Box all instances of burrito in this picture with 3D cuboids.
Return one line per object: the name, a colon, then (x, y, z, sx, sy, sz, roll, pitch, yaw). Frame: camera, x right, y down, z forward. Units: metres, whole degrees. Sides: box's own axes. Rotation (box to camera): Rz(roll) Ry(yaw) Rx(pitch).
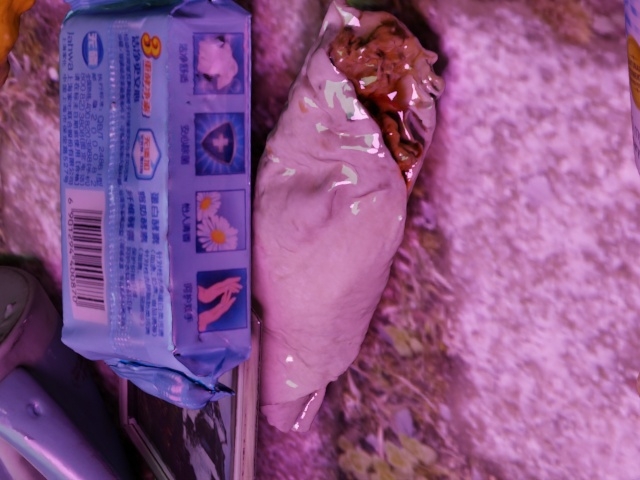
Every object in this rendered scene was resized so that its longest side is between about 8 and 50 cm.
burrito: (0.000, 0.000, 1.294, 0.117, 0.076, 0.392, 40, 140, 17)

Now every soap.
soap: (-0.113, -0.036, 1.303, 0.156, 0.077, 0.293, 8, 99, 51)

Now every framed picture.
framed picture: (-0.107, 0.106, 1.451, 0.232, 0.019, 0.296, 49, 147, 43)

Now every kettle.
kettle: (-0.239, 0.228, 1.570, 0.319, 0.247, 0.342, 2, 127, 49)

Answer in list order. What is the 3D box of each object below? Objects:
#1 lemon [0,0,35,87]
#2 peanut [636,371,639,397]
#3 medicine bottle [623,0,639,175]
lemon: (-0.339, -0.249, 1.304, 0.285, 0.285, 0.316, 9, 108, 41)
peanut: (0.225, 0.111, 1.179, 0.083, 0.037, 0.037, 49, 141, 0)
medicine bottle: (0.217, -0.158, 0.898, 0.157, 0.157, 0.289, 15, 127, 38)
